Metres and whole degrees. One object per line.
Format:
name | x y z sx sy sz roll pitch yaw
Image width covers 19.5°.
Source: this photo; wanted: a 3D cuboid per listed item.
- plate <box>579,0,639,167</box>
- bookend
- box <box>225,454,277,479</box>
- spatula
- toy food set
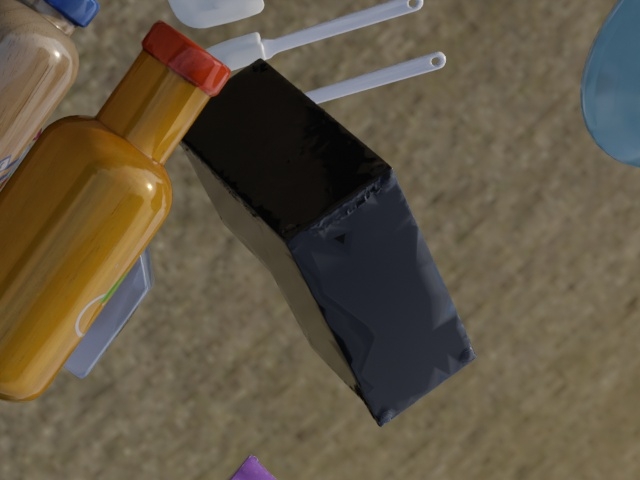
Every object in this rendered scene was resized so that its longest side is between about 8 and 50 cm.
plate | 0.227 -0.103 0.995 0.188 0.024 0.188 -17 139 -15
bookend | 0.000 0.000 1.082 0.072 0.156 0.157 -35 129 -10
box | -0.071 0.330 1.492 0.293 0.201 0.057 -49 179 34
spatula | -0.008 -0.190 1.741 0.242 0.019 0.168 -17 112 -6
toy food set | -0.089 -0.030 0.581 0.104 0.111 0.232 -54 -178 1
